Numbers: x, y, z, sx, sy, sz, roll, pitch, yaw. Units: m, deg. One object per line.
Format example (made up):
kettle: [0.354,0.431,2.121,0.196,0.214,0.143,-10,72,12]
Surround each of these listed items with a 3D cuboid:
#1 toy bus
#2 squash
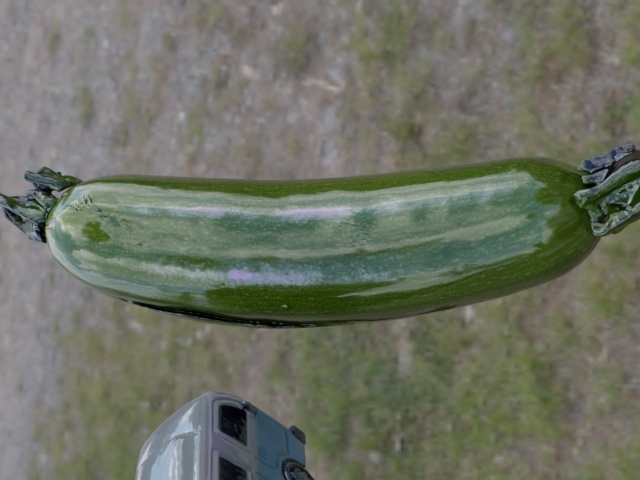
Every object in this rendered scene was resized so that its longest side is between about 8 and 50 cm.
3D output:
toy bus: [-0.044,0.119,0.586,0.060,0.075,0.123,-40,26,20]
squash: [0.001,0.001,0.638,0.080,0.319,0.071,68,-157,-56]
